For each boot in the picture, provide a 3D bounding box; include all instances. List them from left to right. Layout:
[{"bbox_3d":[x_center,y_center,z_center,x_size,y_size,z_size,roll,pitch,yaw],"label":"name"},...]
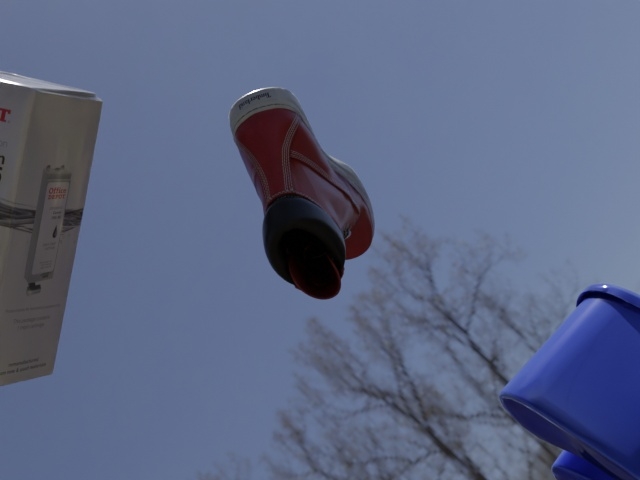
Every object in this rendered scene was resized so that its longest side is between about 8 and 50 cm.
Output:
[{"bbox_3d":[0.000,0.000,0.998,0.088,0.176,0.244,-23,-33,11],"label":"boot"}]

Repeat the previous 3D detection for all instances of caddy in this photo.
[{"bbox_3d":[0.315,0.166,0.932,0.179,0.341,0.241,-43,-59,-9],"label":"caddy"}]

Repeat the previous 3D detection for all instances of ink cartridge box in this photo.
[{"bbox_3d":[-0.346,-0.024,1.075,0.117,0.207,0.283,-4,-73,-68],"label":"ink cartridge box"}]
